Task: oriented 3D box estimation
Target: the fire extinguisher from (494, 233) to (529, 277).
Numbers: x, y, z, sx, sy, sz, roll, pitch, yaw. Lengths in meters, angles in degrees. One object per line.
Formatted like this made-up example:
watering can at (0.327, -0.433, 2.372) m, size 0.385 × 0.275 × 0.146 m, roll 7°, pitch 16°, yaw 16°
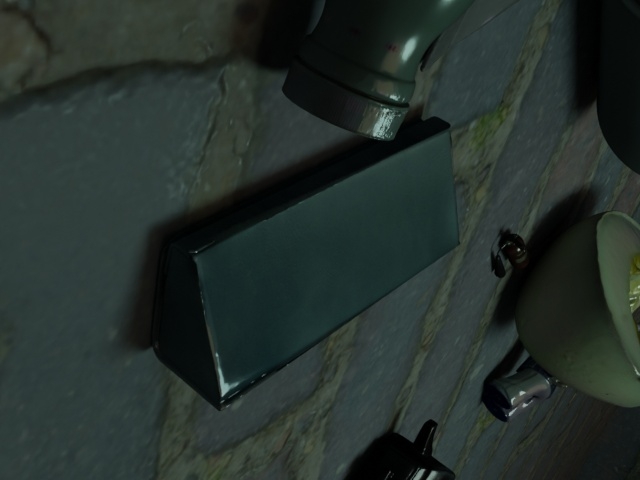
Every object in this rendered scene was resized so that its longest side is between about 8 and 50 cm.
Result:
fire extinguisher at (0.213, 0.016, 1.011) m, size 0.046 × 0.032 × 0.100 m, roll -25°, pitch 157°, yaw 12°

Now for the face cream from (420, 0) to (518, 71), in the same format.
face cream at (0.244, -0.279, 0.604) m, size 0.420 × 0.137 × 0.235 m, roll -40°, pitch 174°, yaw -26°

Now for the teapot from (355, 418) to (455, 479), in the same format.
teapot at (0.081, 0.282, 1.011) m, size 0.177 × 0.087 × 0.096 m, roll -51°, pitch 149°, yaw -12°

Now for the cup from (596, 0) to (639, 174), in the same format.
cup at (0.367, -0.187, 0.844) m, size 0.205 × 0.205 × 0.312 m, roll -52°, pitch 156°, yaw -10°

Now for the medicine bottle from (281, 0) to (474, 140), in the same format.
medicine bottle at (0.051, -0.161, 0.439) m, size 0.090 × 0.090 × 0.217 m, roll -9°, pitch 127°, yaw -58°

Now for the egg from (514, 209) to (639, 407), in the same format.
egg at (0.341, 0.086, 1.160) m, size 0.206 × 0.161 × 0.271 m, roll 45°, pitch 41°, yaw -27°

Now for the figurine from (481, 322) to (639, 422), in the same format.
figurine at (0.369, 0.169, 1.347) m, size 0.274 × 0.133 × 0.194 m, roll -19°, pitch 136°, yaw -37°

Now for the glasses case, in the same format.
glasses case at (0.000, 0.000, 0.596) m, size 0.266 × 0.056 × 0.105 m, roll -30°, pitch 119°, yaw -44°
